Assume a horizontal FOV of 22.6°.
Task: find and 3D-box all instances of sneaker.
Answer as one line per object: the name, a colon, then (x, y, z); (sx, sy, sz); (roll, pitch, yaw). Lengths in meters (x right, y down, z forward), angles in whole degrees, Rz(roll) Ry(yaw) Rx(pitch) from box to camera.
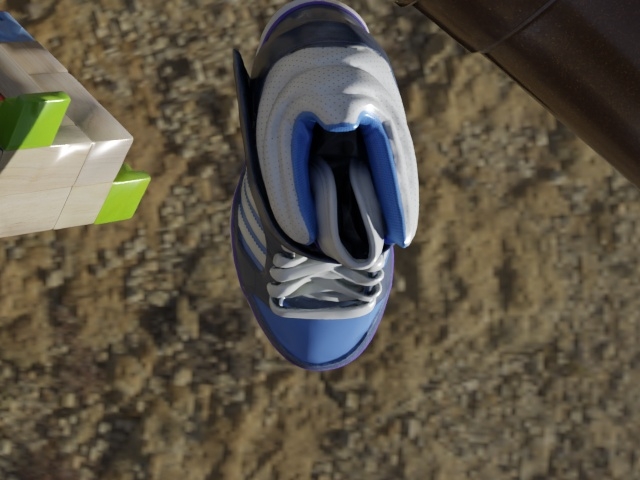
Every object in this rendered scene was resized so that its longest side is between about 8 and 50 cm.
sneaker: (0.001, 0.000, 1.162); (0.130, 0.236, 0.323); (-1, 117, -4)

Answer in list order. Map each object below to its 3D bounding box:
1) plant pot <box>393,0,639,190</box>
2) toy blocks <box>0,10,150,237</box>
plant pot: (0.147, -0.104, 0.688); (0.165, 0.167, 0.167); (45, 63, -6)
toy blocks: (-0.351, -0.114, 1.324); (0.381, 0.261, 0.191); (-11, 138, -50)
